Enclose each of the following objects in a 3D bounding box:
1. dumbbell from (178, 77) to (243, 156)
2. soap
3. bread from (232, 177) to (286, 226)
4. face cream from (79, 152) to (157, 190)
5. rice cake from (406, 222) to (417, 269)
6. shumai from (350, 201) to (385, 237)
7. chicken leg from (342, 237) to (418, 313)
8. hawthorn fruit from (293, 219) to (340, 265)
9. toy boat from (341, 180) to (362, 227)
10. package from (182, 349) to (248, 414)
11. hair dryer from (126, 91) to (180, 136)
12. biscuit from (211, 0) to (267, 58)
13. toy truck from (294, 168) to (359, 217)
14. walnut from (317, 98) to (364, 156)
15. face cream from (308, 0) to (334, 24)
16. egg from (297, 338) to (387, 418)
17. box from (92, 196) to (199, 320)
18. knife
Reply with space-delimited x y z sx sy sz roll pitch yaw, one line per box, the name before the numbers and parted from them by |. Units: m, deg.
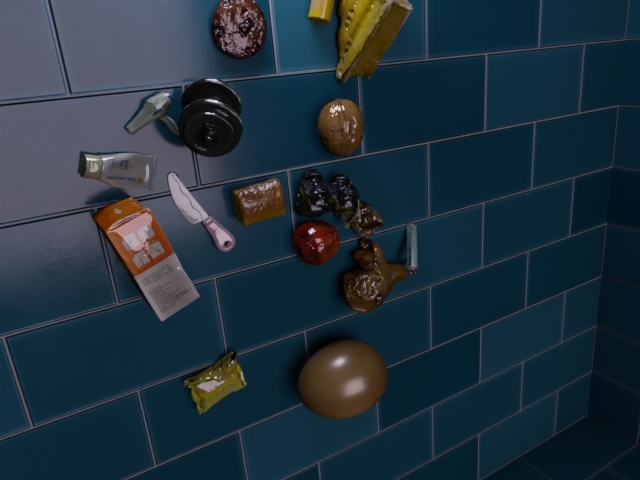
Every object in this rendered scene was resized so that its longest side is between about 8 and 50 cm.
dumbbell | -0.333 -0.376 1.601 0.192 0.290 0.192 -4 132 -4
soap | 0.128 -0.789 1.890 0.169 0.304 0.338 -4 146 -37
bread | -0.216 -0.136 1.834 0.172 0.103 0.132 -20 119 -25
face cream | -0.610 -0.217 1.605 0.224 0.070 0.114 3 103 -41
rice cake | 0.389 0.025 2.242 0.043 0.034 0.210 18 65 -33
shumai | 0.181 -0.086 2.104 0.123 0.105 0.139 -28 92 -18
chicken leg | 0.253 0.119 2.177 0.409 0.182 0.295 -18 97 -35
hawthorn fruit | -0.011 0.009 1.971 0.179 0.173 0.173 5 102 -31
toy boat | 0.117 -0.139 2.044 0.071 0.089 0.185 -2 96 -71
package | -0.383 0.524 1.937 0.226 0.090 0.168 -28 114 -25
hair dryer | -0.505 -0.348 1.642 0.167 0.067 0.199 -30 133 -10
biscuit | -0.259 -0.683 1.681 0.192 0.049 0.192 -7 106 -26
toy truck | 0.021 -0.154 1.952 0.224 0.147 0.165 3 127 -22
walnut | 0.074 -0.408 1.897 0.167 0.167 0.207 -17 114 -26
face cream | 0.021 -0.881 1.774 0.078 0.078 0.273 6 101 -32
egg | 0.090 0.557 2.104 0.374 0.301 0.301 -21 114 -25
box | -0.541 0.049 1.621 0.143 0.225 0.341 -35 120 -21
knife | -0.415 -0.087 1.780 0.081 0.043 0.336 -42 115 -6
